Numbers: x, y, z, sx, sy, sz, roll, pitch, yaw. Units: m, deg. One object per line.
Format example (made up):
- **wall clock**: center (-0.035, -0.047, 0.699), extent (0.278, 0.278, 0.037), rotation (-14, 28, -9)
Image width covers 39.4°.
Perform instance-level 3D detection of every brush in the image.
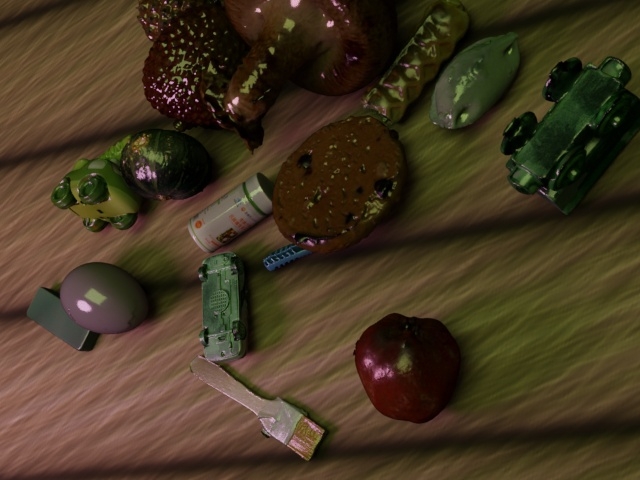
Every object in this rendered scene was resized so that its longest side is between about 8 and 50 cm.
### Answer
- **brush**: center (-0.132, 0.317, 1.760), extent (0.336, 0.020, 0.085), rotation (29, 93, 28)

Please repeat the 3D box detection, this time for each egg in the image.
- **egg**: center (-0.455, 0.123, 1.881), extent (0.199, 0.146, 0.146), rotation (20, 89, 22)

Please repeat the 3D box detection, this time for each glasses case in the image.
- **glasses case**: center (-0.570, 0.175, 1.985), extent (0.184, 0.039, 0.078), rotation (26, 91, 27)

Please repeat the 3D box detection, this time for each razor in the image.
- **razor**: center (0.000, 0.000, 1.749), extent (0.253, 0.042, 0.082), rotation (-25, 43, 18)

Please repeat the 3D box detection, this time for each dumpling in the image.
- **dumpling**: center (0.272, -0.307, 1.647), extent (0.149, 0.105, 0.216), rotation (44, 100, 25)

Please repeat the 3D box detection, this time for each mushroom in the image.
- **mushroom**: center (-0.058, -0.398, 1.639), extent (0.331, 0.356, 0.334), rotation (58, 145, 0)

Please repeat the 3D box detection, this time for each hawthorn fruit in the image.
- **hawthorn fruit**: center (0.153, 0.231, 1.561), extent (0.185, 0.185, 0.202), rotation (14, 122, 27)

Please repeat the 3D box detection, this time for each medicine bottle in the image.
- **medicine bottle**: center (-0.176, -0.055, 1.819), extent (0.183, 0.086, 0.086), rotation (-33, 67, 17)

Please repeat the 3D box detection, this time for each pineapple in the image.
- **pineapple**: center (-0.292, -0.497, 1.927), extent (0.193, 0.166, 0.166), rotation (-18, 72, 18)

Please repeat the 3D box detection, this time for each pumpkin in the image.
- **pumpkin**: center (-0.321, -0.157, 1.854), extent (0.190, 0.190, 0.146), rotation (-18, 75, 21)

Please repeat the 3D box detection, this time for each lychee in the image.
- **lychee**: center (-0.239, -0.347, 1.826), extent (0.236, 0.236, 0.271), rotation (41, 117, 26)

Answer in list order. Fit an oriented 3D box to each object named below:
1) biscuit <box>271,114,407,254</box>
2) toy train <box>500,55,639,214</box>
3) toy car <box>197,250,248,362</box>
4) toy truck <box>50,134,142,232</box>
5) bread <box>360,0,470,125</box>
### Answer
- **biscuit**: center (0.037, -0.106, 1.714), extent (0.296, 0.075, 0.296), rotation (-16, 57, 25)
- **toy train**: center (0.419, -0.183, 1.497), extent (0.145, 0.202, 0.266), rotation (42, 99, 25)
- **toy car**: center (-0.188, 0.134, 1.793), extent (0.090, 0.076, 0.224), rotation (-14, 66, 24)
- **toy truck**: center (-0.480, -0.124, 1.956), extent (0.187, 0.148, 0.210), rotation (-19, 51, 24)
- **bread**: center (0.185, -0.346, 1.708), extent (0.087, 0.098, 0.269), rotation (35, 96, -15)
